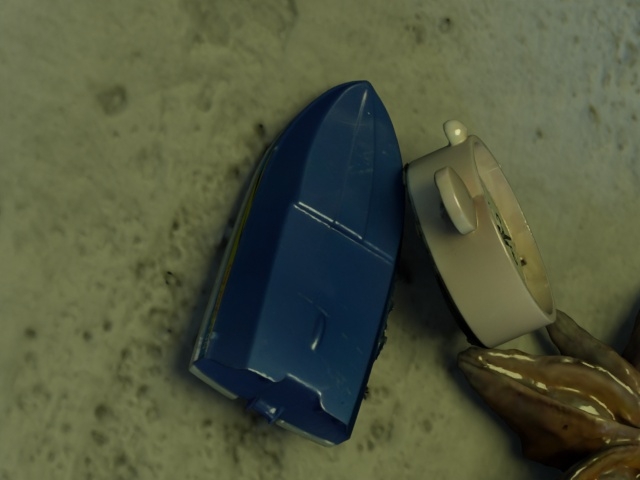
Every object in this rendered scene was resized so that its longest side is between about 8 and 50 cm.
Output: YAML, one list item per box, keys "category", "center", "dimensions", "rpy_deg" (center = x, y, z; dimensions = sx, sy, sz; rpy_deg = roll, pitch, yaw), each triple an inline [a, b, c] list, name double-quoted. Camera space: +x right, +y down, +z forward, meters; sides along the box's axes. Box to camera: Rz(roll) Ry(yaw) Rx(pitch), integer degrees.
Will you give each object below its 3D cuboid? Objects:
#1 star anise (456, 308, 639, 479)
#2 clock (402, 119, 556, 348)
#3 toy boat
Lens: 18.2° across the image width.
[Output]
- category: "star anise"
  center: [0.263, 0.172, 1.534]
  dimensions: [0.349, 0.109, 0.292]
  rpy_deg: [-21, 83, -35]
- category: "clock"
  center: [0.115, 0.000, 1.471]
  dimensions: [0.229, 0.063, 0.156]
  rpy_deg: [38, 30, -65]
- category: "toy boat"
  center: [0.000, 0.000, 1.439]
  dimensions: [0.129, 0.088, 0.295]
  rpy_deg: [31, 54, -21]
